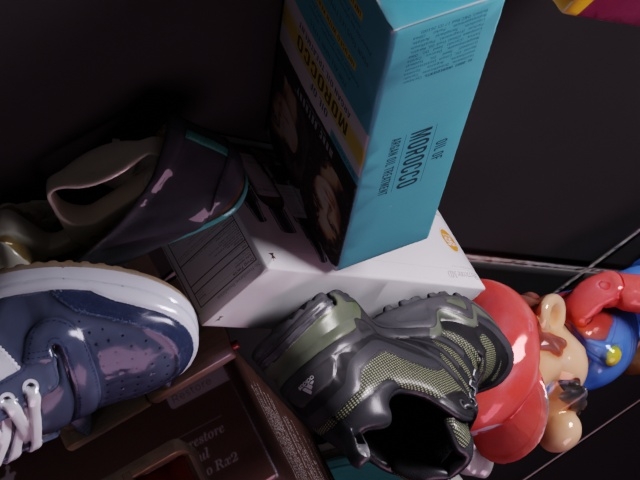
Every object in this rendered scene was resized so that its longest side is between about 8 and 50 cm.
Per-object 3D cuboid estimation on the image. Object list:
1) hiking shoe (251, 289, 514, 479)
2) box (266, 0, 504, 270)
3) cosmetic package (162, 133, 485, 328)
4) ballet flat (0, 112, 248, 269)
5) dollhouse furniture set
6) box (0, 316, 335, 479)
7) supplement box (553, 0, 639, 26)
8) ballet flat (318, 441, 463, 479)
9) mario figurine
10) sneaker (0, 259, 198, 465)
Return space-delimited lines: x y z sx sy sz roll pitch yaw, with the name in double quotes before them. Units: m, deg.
"hiking shoe" 0.054 0.096 1.073 0.086 0.114 0.227 -42 155 28
"box" 0.025 -0.086 0.922 0.060 0.100 0.244 -20 157 -16
"cosmetic package" 0.000 0.000 1.085 0.060 0.099 0.239 -39 157 26
"ballet flat" -0.133 -0.006 0.970 0.203 0.074 0.074 -31 159 23
"dollhouse furniture set" -0.107 0.108 1.080 0.129 0.184 0.129 -31 158 6
"box" -0.097 0.200 1.367 0.191 0.143 0.381 -29 157 2
"supplement box" 0.172 -0.167 0.908 0.188 0.104 0.081 -1 146 -50
"ballet flat" -0.064 0.280 1.639 0.409 0.147 0.147 -27 159 4
"mario figurine" 0.210 0.109 1.472 0.320 0.170 0.198 -16 122 -46
"sneaker" -0.194 0.101 0.904 0.282 0.153 0.099 -6 133 -9
